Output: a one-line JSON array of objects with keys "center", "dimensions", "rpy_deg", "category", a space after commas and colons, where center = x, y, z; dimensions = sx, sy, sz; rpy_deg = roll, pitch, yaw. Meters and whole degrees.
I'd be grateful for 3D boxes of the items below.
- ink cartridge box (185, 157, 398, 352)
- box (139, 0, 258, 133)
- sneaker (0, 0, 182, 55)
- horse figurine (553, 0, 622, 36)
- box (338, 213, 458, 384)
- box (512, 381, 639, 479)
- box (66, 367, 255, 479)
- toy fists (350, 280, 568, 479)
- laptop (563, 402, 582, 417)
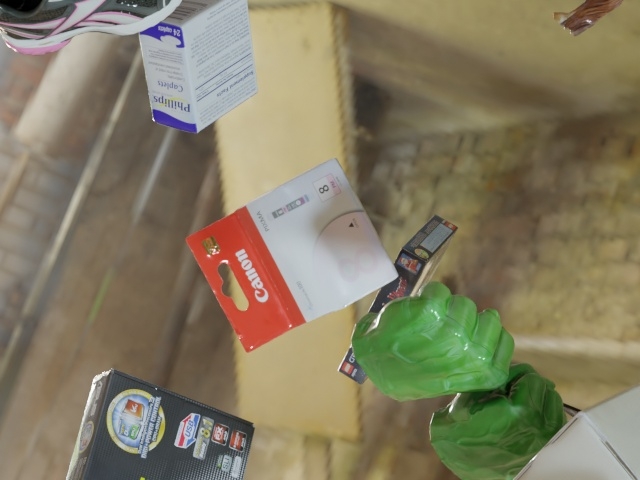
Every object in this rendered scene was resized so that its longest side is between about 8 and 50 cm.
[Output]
[{"center": [-0.038, 0.022, 2.165], "dimensions": [0.189, 0.232, 0.066], "rpy_deg": [62, 169, -3], "category": "ink cartridge box"}, {"center": [-0.142, -0.216, 1.851], "dimensions": [0.072, 0.126, 0.137], "rpy_deg": [14, 125, 32], "category": "box"}, {"center": [-0.187, -0.198, 1.247], "dimensions": [0.178, 0.072, 0.077], "rpy_deg": [-22, 159, 13], "category": "sneaker"}, {"center": [0.307, -0.358, 1.791], "dimensions": [0.066, 0.263, 0.174], "rpy_deg": [12, 151, -43], "category": "horse figurine"}, {"center": [0.117, 0.087, 2.365], "dimensions": [0.044, 0.233, 0.159], "rpy_deg": [31, -152, 9], "category": "box"}, {"center": [0.346, 0.217, 1.614], "dimensions": [0.311, 0.148, 0.121], "rpy_deg": [-17, -118, -45], "category": "box"}, {"center": [-0.212, 0.324, 1.977], "dimensions": [0.216, 0.270, 0.060], "rpy_deg": [26, 153, -26], "category": "box"}, {"center": [0.164, 0.153, 1.664], "dimensions": [0.142, 0.096, 0.279], "rpy_deg": [-15, 125, 42], "category": "toy fists"}, {"center": [0.463, 0.211, 1.942], "dimensions": [0.234, 0.264, 0.137], "rpy_deg": [34, -155, -52], "category": "laptop"}]
